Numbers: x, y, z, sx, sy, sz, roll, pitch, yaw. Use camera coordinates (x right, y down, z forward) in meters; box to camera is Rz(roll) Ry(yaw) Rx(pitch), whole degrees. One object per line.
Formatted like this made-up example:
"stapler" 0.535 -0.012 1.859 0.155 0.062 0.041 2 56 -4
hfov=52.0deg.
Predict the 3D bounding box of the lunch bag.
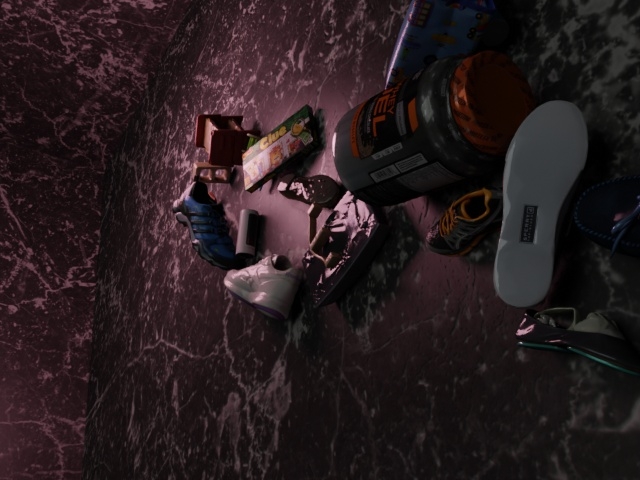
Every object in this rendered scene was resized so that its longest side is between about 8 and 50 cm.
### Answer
"lunch bag" 0.222 -0.445 1.251 0.221 0.138 0.293 109 172 -53

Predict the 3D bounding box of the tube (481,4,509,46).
"tube" 0.300 -0.440 1.252 0.080 0.052 0.207 -47 34 28

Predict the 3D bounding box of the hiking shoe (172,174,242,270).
"hiking shoe" -0.323 -0.044 1.925 0.304 0.113 0.132 49 122 18

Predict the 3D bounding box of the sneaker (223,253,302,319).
"sneaker" -0.139 0.105 1.674 0.305 0.114 0.152 15 75 56

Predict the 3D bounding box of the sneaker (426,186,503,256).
"sneaker" 0.246 -0.038 1.105 0.215 0.083 0.084 -36 48 48

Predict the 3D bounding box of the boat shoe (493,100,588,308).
"boat shoe" 0.323 -0.048 0.961 0.108 0.102 0.302 8 89 23

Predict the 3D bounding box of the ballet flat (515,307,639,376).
"ballet flat" 0.345 0.126 0.877 0.203 0.074 0.074 6 81 62

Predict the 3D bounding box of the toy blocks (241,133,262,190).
"toy blocks" -0.188 -0.226 1.913 0.123 0.054 0.148 22 95 36

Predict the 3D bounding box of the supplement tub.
"supplement tub" 0.189 -0.189 1.149 0.338 0.207 0.207 -18 61 54

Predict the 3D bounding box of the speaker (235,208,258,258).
"speaker" -0.209 -0.017 1.873 0.055 0.055 0.136 -25 54 52

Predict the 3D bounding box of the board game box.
"board game box" -0.115 -0.248 1.790 0.259 0.030 0.136 -32 49 30

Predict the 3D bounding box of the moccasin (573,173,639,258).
"moccasin" 0.434 -0.045 0.761 0.342 0.116 0.138 0 76 59

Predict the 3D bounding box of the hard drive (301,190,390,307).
"hard drive" 0.053 0.011 1.427 0.255 0.054 0.172 -55 35 30

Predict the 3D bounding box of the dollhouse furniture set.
"dollhouse furniture set" -0.310 -0.199 2.081 0.201 0.152 0.374 -131 45 -55

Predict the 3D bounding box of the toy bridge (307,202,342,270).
"toy bridge" 0.000 0.000 1.438 0.063 0.026 0.188 -57 34 31

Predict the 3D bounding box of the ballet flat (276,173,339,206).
"ballet flat" -0.024 -0.119 1.629 0.249 0.058 0.084 14 66 54
